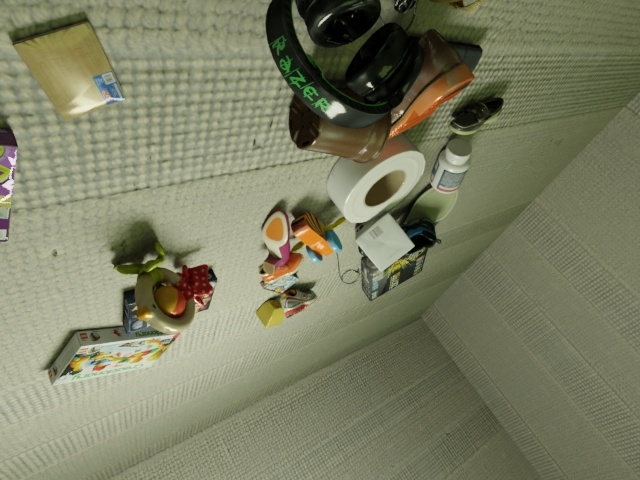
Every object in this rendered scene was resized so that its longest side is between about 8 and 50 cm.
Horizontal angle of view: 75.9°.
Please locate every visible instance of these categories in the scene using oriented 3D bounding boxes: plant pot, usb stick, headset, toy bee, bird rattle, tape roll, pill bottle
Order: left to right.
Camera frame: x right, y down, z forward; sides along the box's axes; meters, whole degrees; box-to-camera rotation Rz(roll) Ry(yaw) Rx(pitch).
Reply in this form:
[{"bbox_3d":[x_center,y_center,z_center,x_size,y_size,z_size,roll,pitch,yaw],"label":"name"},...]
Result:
[{"bbox_3d":[-0.367,0.129,0.983,0.143,0.207,0.253,-22,142,11],"label":"bird rattle"},{"bbox_3d":[-0.187,0.275,1.594,0.081,0.081,0.083,-5,133,-46],"label":"plant pot"},{"bbox_3d":[0.000,0.000,1.292,0.195,0.162,0.298,-15,134,3],"label":"toy bee"},{"bbox_3d":[0.033,-0.249,0.863,0.165,0.167,0.167,-5,142,-35],"label":"plant pot"},{"bbox_3d":[0.086,-0.349,0.665,0.185,0.243,0.394,-24,-159,48],"label":"headset"},{"bbox_3d":[0.162,-0.182,1.191,0.286,0.100,0.286,-27,153,-15],"label":"tape roll"},{"bbox_3d":[0.283,-0.431,0.965,0.278,0.045,0.077,-14,149,-36],"label":"usb stick"},{"bbox_3d":[0.448,-0.253,1.398,0.107,0.108,0.180,-27,154,-16],"label":"pill bottle"}]

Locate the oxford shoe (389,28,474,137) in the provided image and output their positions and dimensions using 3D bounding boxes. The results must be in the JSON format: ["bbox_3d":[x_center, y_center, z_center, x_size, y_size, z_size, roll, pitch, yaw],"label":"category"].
[{"bbox_3d":[0.189,-0.325,0.908,0.130,0.133,0.363,-32,-176,-19],"label":"oxford shoe"}]

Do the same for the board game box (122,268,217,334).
[{"bbox_3d":[-0.426,0.173,1.166,0.243,0.042,0.165,-15,148,-36],"label":"board game box"}]

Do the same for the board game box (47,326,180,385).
[{"bbox_3d":[-0.598,0.328,1.215,0.193,0.053,0.305,-46,153,23],"label":"board game box"}]

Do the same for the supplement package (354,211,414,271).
[{"bbox_3d":[0.207,-0.012,1.384,0.139,0.134,0.244,-39,-175,8],"label":"supplement package"}]

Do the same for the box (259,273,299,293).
[{"bbox_3d":[-0.144,0.145,1.474,0.094,0.027,0.137,-40,154,8],"label":"box"}]

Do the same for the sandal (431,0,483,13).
[{"bbox_3d":[0.317,-0.504,0.831,0.240,0.088,0.079,-35,149,-11],"label":"sandal"}]

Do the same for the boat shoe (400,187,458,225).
[{"bbox_3d":[0.416,-0.106,1.623,0.340,0.127,0.113,-62,175,33],"label":"boat shoe"}]

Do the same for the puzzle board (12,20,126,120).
[{"bbox_3d":[-0.349,-0.237,0.584,0.096,0.011,0.128,-28,155,-16],"label":"puzzle board"}]

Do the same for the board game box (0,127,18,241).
[{"bbox_3d":[-0.610,-0.067,0.527,0.346,0.056,0.208,-6,147,-46],"label":"board game box"}]

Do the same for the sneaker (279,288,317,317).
[{"bbox_3d":[-0.084,0.227,1.626,0.088,0.093,0.225,-30,175,22],"label":"sneaker"}]

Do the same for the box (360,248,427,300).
[{"bbox_3d":[0.345,0.119,1.938,0.318,0.097,0.395,-28,154,-8],"label":"box"}]

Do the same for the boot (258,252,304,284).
[{"bbox_3d":[-0.129,0.084,1.355,0.157,0.059,0.085,-33,150,-1],"label":"boot"}]

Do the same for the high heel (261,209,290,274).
[{"bbox_3d":[-0.113,-0.012,1.215,0.117,0.082,0.244,-54,159,-47],"label":"high heel"}]

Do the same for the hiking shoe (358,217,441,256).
[{"bbox_3d":[0.286,0.001,1.542,0.303,0.132,0.113,-19,119,13],"label":"hiking shoe"}]

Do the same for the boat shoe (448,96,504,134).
[{"bbox_3d":[0.475,-0.385,1.246,0.223,0.080,0.073,-26,148,-29],"label":"boat shoe"}]
